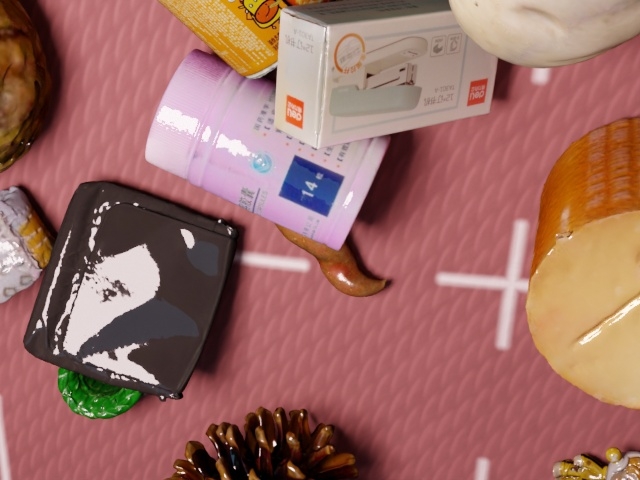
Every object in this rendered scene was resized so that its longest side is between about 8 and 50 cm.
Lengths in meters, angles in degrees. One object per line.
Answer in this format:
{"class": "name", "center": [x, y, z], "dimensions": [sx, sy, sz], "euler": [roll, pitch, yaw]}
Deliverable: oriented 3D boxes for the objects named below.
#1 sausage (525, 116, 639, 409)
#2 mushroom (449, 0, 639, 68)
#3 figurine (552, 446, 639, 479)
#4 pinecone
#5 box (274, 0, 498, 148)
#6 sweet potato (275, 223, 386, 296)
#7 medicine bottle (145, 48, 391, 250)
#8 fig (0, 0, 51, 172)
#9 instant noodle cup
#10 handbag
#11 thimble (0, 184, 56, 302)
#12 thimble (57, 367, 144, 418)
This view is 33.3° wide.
{"class": "sausage", "center": [0.345, 0.015, 1.149], "dimensions": [0.233, 0.287, 0.233], "euler": [7, 117, 13]}
{"class": "mushroom", "center": [0.252, -0.306, 1.041], "dimensions": [0.315, 0.356, 0.315], "euler": [-14, 123, -22]}
{"class": "figurine", "center": [0.381, 0.315, 1.399], "dimensions": [0.143, 0.068, 0.101], "euler": [-29, 101, 34]}
{"class": "pinecone", "center": [-0.066, 0.336, 1.392], "dimensions": [0.264, 0.264, 0.264], "euler": [4, 114, 10]}
{"class": "box", "center": [0.079, -0.190, 1.137], "dimensions": [0.079, 0.269, 0.135], "euler": [31, 126, 43]}
{"class": "sweet potato", "center": [-0.002, 0.002, 1.340], "dimensions": [0.055, 0.058, 0.202], "euler": [-44, 99, 3]}
{"class": "medicine bottle", "center": [-0.061, -0.107, 1.251], "dimensions": [0.253, 0.152, 0.152], "euler": [24, 116, 0]}
{"class": "fig", "center": [-0.475, -0.153, 1.206], "dimensions": [0.286, 0.369, 0.286], "euler": [5, 124, 7]}
{"class": "instant noodle cup", "center": [-0.077, -0.291, 1.152], "dimensions": [0.215, 0.216, 0.172], "euler": [-34, 113, 22]}
{"class": "handbag", "center": [-0.240, 0.063, 1.371], "dimensions": [0.223, 0.080, 0.247], "euler": [19, 89, 0]}
{"class": "thimble", "center": [-0.428, 0.012, 1.391], "dimensions": [0.151, 0.127, 0.118], "euler": [-28, 107, 16]}
{"class": "thimble", "center": [-0.288, 0.175, 1.456], "dimensions": [0.130, 0.090, 0.118], "euler": [-10, 110, 15]}
